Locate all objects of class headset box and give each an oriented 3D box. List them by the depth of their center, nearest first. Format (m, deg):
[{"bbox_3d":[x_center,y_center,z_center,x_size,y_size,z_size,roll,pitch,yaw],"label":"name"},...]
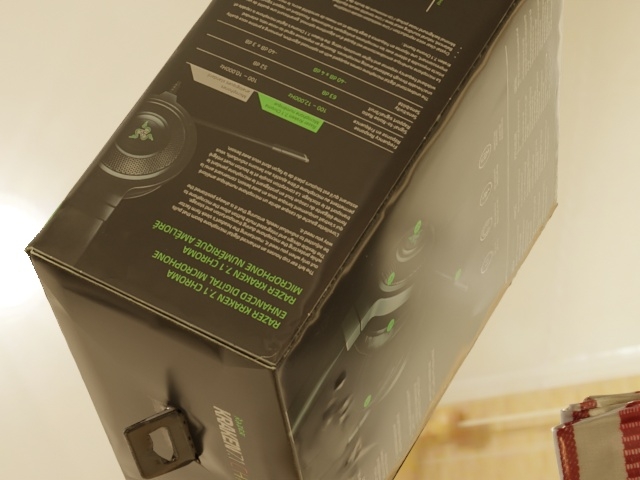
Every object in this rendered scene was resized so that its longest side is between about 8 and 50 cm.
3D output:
[{"bbox_3d":[0.000,0.000,0.932,0.283,0.131,0.246,-57,-21,-23],"label":"headset box"}]

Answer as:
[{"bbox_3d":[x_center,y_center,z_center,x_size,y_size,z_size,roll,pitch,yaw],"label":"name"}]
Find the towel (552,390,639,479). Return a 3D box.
[{"bbox_3d":[0.302,0.181,1.022,0.037,0.329,0.237,-56,-42,-70],"label":"towel"}]
